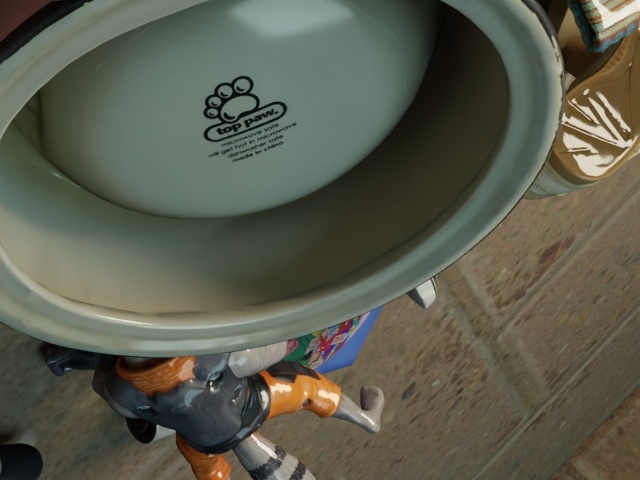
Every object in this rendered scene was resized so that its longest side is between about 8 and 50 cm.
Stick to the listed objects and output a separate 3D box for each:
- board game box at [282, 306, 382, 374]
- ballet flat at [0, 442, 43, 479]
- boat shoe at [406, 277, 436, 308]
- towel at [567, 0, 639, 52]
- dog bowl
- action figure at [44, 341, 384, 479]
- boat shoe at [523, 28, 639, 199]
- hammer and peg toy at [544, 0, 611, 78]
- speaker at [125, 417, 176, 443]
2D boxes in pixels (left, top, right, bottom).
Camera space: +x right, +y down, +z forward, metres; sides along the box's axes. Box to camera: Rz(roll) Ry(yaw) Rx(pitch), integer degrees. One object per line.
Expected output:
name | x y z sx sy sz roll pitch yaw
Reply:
board game box | 0.000 0.000 1.171 0.233 0.078 0.347 -11 136 -47
ballet flat | -0.338 0.227 1.018 0.203 0.074 0.074 -27 146 -28
boat shoe | 0.091 -0.006 1.121 0.070 0.078 0.219 -40 149 -10
towel | 0.323 -0.365 1.015 0.370 0.040 0.272 -33 107 -22
dog bowl | -0.055 -0.089 0.765 0.407 0.150 0.408 -12 147 -8
action figure | -0.052 0.116 1.022 0.341 0.179 0.330 -30 135 13
boat shoe | 0.291 -0.132 1.125 0.302 0.109 0.098 -37 180 -32
hammer and peg toy | 0.298 -0.284 1.158 0.361 0.127 0.266 -23 144 -36
speaker | -0.139 0.171 1.227 0.136 0.055 0.055 -14 138 -44
